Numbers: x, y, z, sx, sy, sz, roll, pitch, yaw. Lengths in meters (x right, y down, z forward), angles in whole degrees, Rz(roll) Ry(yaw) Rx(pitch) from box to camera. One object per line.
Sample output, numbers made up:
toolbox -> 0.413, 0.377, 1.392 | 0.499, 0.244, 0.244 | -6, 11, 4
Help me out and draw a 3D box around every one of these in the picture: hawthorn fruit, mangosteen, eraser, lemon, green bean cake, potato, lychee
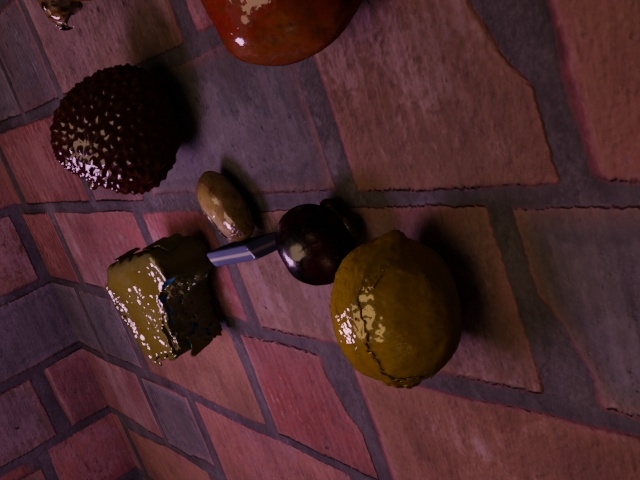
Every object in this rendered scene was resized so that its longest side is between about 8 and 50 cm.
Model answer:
hawthorn fruit -> -0.031, -0.346, 0.997 | 0.262, 0.211, 0.210 | -10, 105, 50
mangosteen -> 0.000, 0.000, 1.296 | 0.152, 0.153, 0.152 | 36, 140, 36
eraser -> -0.160, 0.019, 1.587 | 0.225, 0.082, 0.036 | -11, 103, 57
lemon -> 0.115, 0.108, 1.147 | 0.204, 0.204, 0.259 | 16, 119, 50
green bean cake -> -0.355, 0.140, 1.883 | 0.285, 0.202, 0.309 | -13, 105, 46
potato -> -0.198, -0.070, 1.573 | 0.170, 0.080, 0.107 | 46, 138, 20
lychee -> -0.436, -0.233, 1.629 | 0.276, 0.276, 0.304 | 46, 120, 25

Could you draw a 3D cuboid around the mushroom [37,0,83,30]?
mushroom -> -0.550, -0.589, 1.443 | 0.260, 0.345, 0.345 | -26, 92, 41
